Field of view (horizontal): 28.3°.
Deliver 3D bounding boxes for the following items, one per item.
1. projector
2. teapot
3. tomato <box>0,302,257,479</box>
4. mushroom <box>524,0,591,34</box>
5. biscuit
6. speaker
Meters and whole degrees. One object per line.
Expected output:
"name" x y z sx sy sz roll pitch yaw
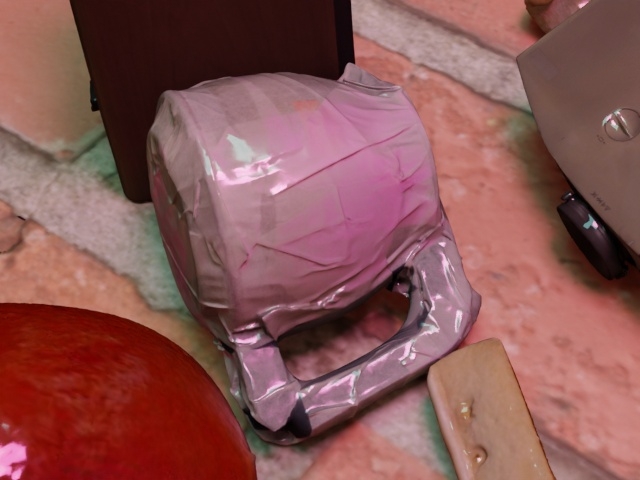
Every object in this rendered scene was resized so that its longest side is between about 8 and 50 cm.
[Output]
"projector" 0.251 -0.052 0.829 0.193 0.088 0.269 -36 58 3
"teapot" 0.000 -0.010 0.791 0.178 0.163 0.222 -16 53 -14
"tomato" -0.184 0.129 0.686 0.308 0.170 0.309 -3 52 4
"mushroom" 0.239 -0.143 0.950 0.059 0.054 0.202 -41 65 -18
"biscuit" 0.109 0.146 0.728 0.056 0.052 0.188 -21 51 8
"speaker" -0.078 -0.166 0.874 0.192 0.231 0.153 -8 51 -3
